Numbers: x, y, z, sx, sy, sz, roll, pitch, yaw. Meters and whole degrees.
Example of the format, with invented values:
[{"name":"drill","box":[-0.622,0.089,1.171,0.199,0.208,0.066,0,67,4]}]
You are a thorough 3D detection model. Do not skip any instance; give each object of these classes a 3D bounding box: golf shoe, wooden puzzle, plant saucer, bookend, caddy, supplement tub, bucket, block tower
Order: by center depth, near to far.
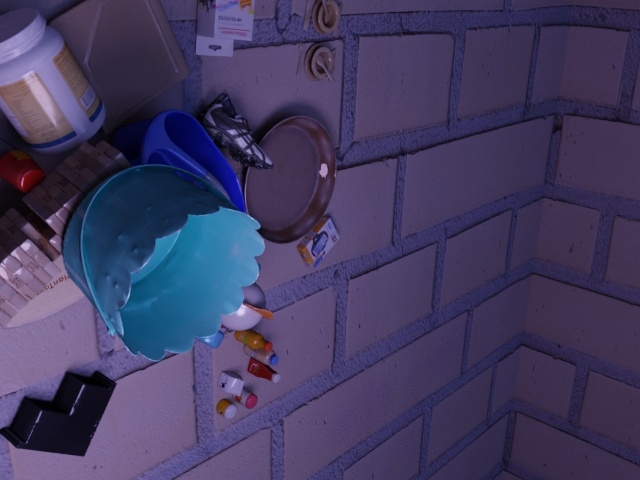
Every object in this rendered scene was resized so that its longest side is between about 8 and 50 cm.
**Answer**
[{"name":"block tower","box":[-0.429,-0.008,1.120,0.335,0.091,0.097,-46,140,-16]},{"name":"bucket","box":[-0.247,0.025,1.133,0.281,0.183,0.281,-38,146,-31]},{"name":"supplement tub","box":[-0.452,-0.253,1.165,0.144,0.144,0.200,-48,136,-26]},{"name":"wooden puzzle","box":[-0.361,-0.346,1.324,0.239,0.044,0.221,-49,137,-32]},{"name":"caddy","box":[-0.260,-0.086,1.378,0.341,0.179,0.241,56,36,-46]},{"name":"bookend","box":[-0.504,0.324,1.406,0.157,0.072,0.156,29,81,-51]},{"name":"golf shoe","box":[-0.165,-0.216,1.536,0.198,0.077,0.094,31,71,-42]},{"name":"plant saucer","box":[-0.079,-0.146,1.733,0.310,0.050,0.311,-24,124,-42]}]

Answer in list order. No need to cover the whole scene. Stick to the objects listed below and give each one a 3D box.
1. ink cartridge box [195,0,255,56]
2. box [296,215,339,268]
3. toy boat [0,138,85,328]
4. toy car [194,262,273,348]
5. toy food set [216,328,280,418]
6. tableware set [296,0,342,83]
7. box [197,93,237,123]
[{"name":"ink cartridge box","box":[-0.189,-0.459,1.458,0.104,0.061,0.181,-13,115,-47]},{"name":"box","box":[0.000,0.000,1.905,0.136,0.028,0.081,-49,137,-22]},{"name":"toy boat","box":[-0.491,-0.018,1.241,0.267,0.148,0.318,-27,133,-35]},{"name":"toy car","box":[-0.182,0.136,1.576,0.210,0.238,0.219,41,74,-50]},{"name":"toy food set","box":[-0.168,0.336,1.783,0.111,0.104,0.232,13,95,-51]},{"name":"tableware set","box":[0.011,-0.471,1.708,0.128,0.039,0.194,-7,111,-48]},{"name":"box","box":[-0.216,-0.260,1.544,0.083,0.018,0.067,-49,137,-24]}]
